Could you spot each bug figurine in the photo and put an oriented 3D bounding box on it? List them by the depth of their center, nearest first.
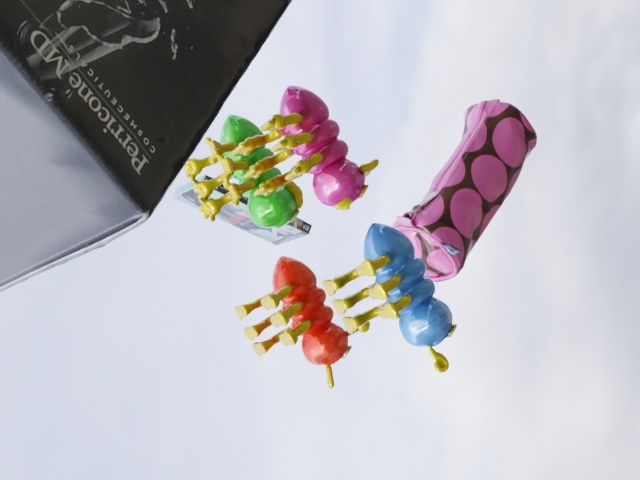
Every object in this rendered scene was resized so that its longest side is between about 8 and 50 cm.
[{"bbox_3d":[0.000,0.000,1.310,0.072,0.279,0.216,-28,-86,-22],"label":"bug figurine"}]

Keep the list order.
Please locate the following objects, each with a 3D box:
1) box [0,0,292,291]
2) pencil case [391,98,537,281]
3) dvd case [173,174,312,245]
[{"bbox_3d":[-0.196,-0.196,1.045,0.343,0.179,0.312,50,-139,-20],"label":"box"},{"bbox_3d":[0.149,-0.058,1.959,0.098,0.095,0.209,54,-128,-31],"label":"pencil case"},{"bbox_3d":[-0.077,-0.029,1.826,0.119,0.087,0.013,24,-106,-19],"label":"dvd case"}]
